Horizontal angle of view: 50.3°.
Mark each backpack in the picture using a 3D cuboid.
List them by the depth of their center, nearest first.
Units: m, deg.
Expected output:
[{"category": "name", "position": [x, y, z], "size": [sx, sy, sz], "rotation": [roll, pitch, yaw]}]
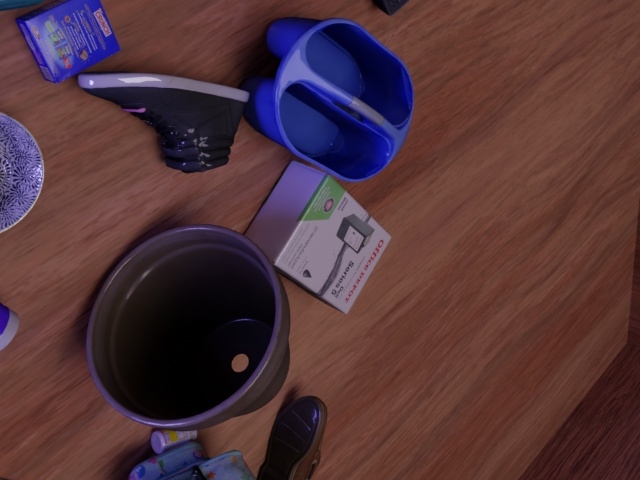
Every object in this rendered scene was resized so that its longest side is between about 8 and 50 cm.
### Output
[{"category": "backpack", "position": [-0.244, 0.499, 1.283], "size": [0.253, 0.191, 0.225], "rotation": [-10, 138, -36]}]

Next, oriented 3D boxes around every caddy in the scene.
[{"category": "caddy", "position": [0.028, -0.246, 1.202], "size": [0.341, 0.179, 0.241], "rotation": [22, 96, -47]}]

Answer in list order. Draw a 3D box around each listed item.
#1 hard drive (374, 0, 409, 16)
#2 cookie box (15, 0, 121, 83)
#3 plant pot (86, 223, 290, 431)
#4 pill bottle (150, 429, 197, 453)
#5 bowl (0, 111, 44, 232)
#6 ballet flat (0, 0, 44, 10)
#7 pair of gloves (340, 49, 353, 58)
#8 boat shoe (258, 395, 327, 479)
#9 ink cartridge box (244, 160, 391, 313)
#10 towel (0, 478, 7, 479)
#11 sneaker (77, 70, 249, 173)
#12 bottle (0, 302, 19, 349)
[{"category": "hard drive", "position": [0.170, -0.575, 1.307], "size": [0.255, 0.054, 0.172], "rotation": [-50, 137, -16]}, {"category": "cookie box", "position": [-0.341, -0.279, 0.928], "size": [0.107, 0.040, 0.092], "rotation": [-38, 132, -27]}, {"category": "plant pot", "position": [-0.180, 0.177, 1.154], "size": [0.323, 0.323, 0.280], "rotation": [-53, 154, -13]}, {"category": "pill bottle", "position": [-0.281, 0.380, 1.313], "size": [0.083, 0.043, 0.043], "rotation": [-3, 111, -45]}, {"category": "bowl", "position": [-0.453, -0.094, 0.873], "size": [0.170, 0.080, 0.170], "rotation": [-22, 124, -37]}, {"category": "ballet flat", "position": [-0.448, -0.292, 0.795], "size": [0.248, 0.086, 0.086], "rotation": [-31, 129, -35]}, {"category": "pair of gloves", "position": [0.066, -0.299, 1.359], "size": [0.159, 0.023, 0.198], "rotation": [-5, 113, -45]}, {"category": "boat shoe", "position": [-0.055, 0.483, 1.565], "size": [0.104, 0.110, 0.307], "rotation": [6, 114, -51]}, {"category": "ink cartridge box", "position": [0.000, 0.000, 1.365], "size": [0.273, 0.115, 0.198], "rotation": [39, 80, -48]}, {"category": "towel", "position": [-0.583, 0.530, 1.077], "size": [0.248, 0.038, 0.325], "rotation": [37, 81, -48]}, {"category": "sneaker", "position": [-0.232, -0.177, 1.042], "size": [0.295, 0.104, 0.147], "rotation": [-3, 106, -50]}, {"category": "bottle", "position": [-0.515, 0.057, 0.867], "size": [0.283, 0.092, 0.118], "rotation": [51, 54, -46]}]
